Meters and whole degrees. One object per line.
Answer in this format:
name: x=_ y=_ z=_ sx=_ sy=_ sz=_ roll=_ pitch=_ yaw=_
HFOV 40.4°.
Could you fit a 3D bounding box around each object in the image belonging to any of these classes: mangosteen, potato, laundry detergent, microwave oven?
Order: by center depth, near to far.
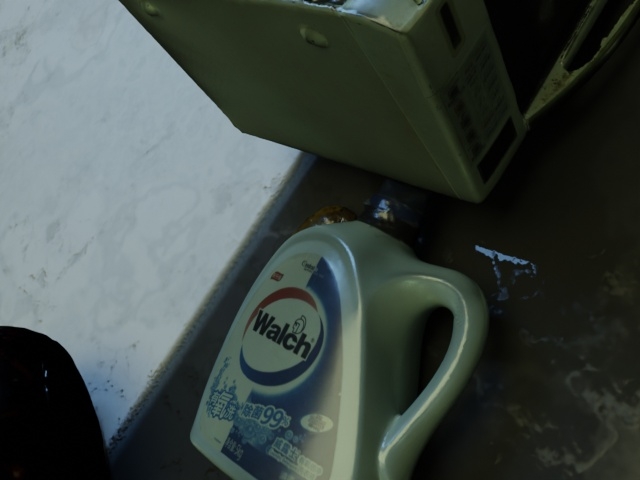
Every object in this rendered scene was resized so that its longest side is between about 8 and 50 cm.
microwave oven: x=0.077 y=-0.278 z=0.694 sx=0.333 sy=0.247 sz=0.394 roll=21 pitch=73 yaw=39
laundry detergent: x=0.028 y=0.081 z=0.703 sx=0.215 sy=0.105 sz=0.280 roll=24 pitch=83 yaw=43
potato: x=0.000 y=0.000 z=0.801 sx=0.083 sy=0.040 sz=0.051 roll=-35 pitch=48 yaw=17
mangosteen: x=-0.336 y=0.187 z=0.808 sx=0.233 sy=0.287 sz=0.287 roll=-20 pitch=57 yaw=3
